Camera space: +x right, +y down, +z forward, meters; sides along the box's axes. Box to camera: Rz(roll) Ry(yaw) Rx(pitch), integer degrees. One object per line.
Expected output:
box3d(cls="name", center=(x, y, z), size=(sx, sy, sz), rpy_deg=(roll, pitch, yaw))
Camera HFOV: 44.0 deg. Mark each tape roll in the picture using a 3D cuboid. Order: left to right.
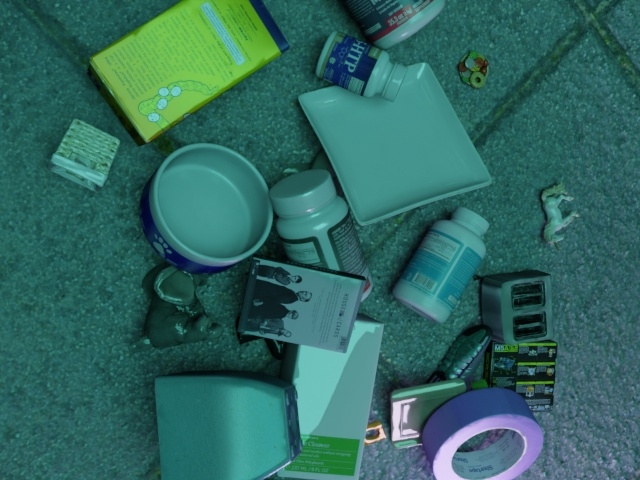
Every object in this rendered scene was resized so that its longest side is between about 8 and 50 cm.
box3d(cls="tape roll", center=(0.387, 0.480, 1.900), size=(0.275, 0.090, 0.274), rpy_deg=(-7, 127, -9))

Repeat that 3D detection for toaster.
box3d(cls="toaster", center=(0.484, 0.163, 1.962), size=(0.186, 0.110, 0.167), rpy_deg=(-6, 95, -17))

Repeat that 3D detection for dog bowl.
box3d(cls="dog bowl", center=(-0.239, -0.065, 1.662), size=(0.265, 0.104, 0.264), rpy_deg=(12, 65, -28))

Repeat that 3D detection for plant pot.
box3d(cls="plant pot", center=(-0.174, 0.383, 1.633), size=(0.253, 0.248, 0.246), rpy_deg=(-8, 82, 6))

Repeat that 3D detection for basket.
box3d(cls="basket", center=(-0.475, -0.171, 1.602), size=(0.113, 0.167, 0.103), rpy_deg=(26, 81, -18))

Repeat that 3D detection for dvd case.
box3d(cls="dvd case", center=(-0.042, 0.134, 1.656), size=(0.239, 0.029, 0.179), rpy_deg=(12, 111, -6))

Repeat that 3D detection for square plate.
box3d(cls="square plate", center=(0.165, -0.221, 1.796), size=(0.344, 0.049, 0.347), rpy_deg=(-19, 71, -18))

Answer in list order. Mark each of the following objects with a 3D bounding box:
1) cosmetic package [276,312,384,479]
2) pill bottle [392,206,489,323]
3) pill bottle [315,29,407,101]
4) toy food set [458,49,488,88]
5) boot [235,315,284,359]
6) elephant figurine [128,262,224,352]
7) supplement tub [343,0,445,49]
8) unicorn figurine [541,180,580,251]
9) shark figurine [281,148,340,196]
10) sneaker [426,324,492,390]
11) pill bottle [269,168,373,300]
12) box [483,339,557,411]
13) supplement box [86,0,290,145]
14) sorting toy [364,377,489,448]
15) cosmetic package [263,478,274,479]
box3d(cls="cosmetic package", center=(0.007, 0.341, 1.799), size=(0.197, 0.155, 0.365), rpy_deg=(8, 93, -13))
box3d(cls="pill bottle", center=(0.294, 0.053, 1.873), size=(0.146, 0.146, 0.264), rpy_deg=(34, 84, -17))
box3d(cls="pill bottle", center=(0.093, -0.382, 1.766), size=(0.187, 0.112, 0.111), rpy_deg=(23, 87, 2))
box3d(cls="toy food set", center=(0.374, -0.418, 1.928), size=(0.083, 0.020, 0.083), rpy_deg=(28, 86, -18))
box3d(cls="boot", center=(-0.138, 0.218, 1.801), size=(0.099, 0.045, 0.121), rpy_deg=(-7, 89, -19))
box3d(cls="elephant figurine", center=(-0.304, 0.102, 1.701), size=(0.170, 0.186, 0.239), rpy_deg=(-11, 86, 26))
box3d(cls="supplement tub", center=(0.131, -0.579, 1.748), size=(0.191, 0.191, 0.272), rpy_deg=(-40, 105, -11))
box3d(cls="unicorn figurine", center=(0.603, -0.060, 2.016), size=(0.111, 0.060, 0.161), rpy_deg=(-23, 85, -14))
box3d(cls="shark figurine", center=(0.011, -0.090, 1.792), size=(0.166, 0.116, 0.278), rpy_deg=(-7, 94, -16))
box3d(cls="sneaker", center=(0.359, 0.311, 1.958), size=(0.098, 0.083, 0.223), rpy_deg=(38, 93, -27))
box3d(cls="pill bottle", center=(0.000, 0.000, 1.703), size=(0.161, 0.161, 0.283), rpy_deg=(-27, 116, -14))
box3d(cls="box", center=(0.507, 0.345, 2.018), size=(0.191, 0.045, 0.184), rpy_deg=(2, 91, -17))
box3d(cls="supplement box", center=(-0.276, -0.372, 1.633), size=(0.357, 0.194, 0.195), rpy_deg=(-36, 104, -12))
box3d(cls="sorting toy", center=(0.252, 0.409, 1.906), size=(0.348, 0.047, 0.195), rpy_deg=(-9, 127, -6))
box3d(cls="cosmetic package", center=(-0.029, 0.645, 1.810), size=(0.310, 0.160, 0.113), rpy_deg=(21, 87, -19))
